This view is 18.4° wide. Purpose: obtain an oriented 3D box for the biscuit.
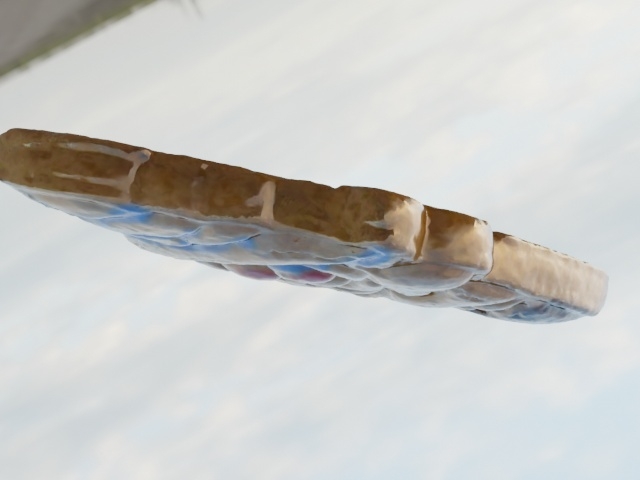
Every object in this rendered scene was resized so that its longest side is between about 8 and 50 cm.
[{"bbox_3d":[0.000,0.000,0.790,0.280,0.043,0.183,17,175,-31],"label":"biscuit"}]
